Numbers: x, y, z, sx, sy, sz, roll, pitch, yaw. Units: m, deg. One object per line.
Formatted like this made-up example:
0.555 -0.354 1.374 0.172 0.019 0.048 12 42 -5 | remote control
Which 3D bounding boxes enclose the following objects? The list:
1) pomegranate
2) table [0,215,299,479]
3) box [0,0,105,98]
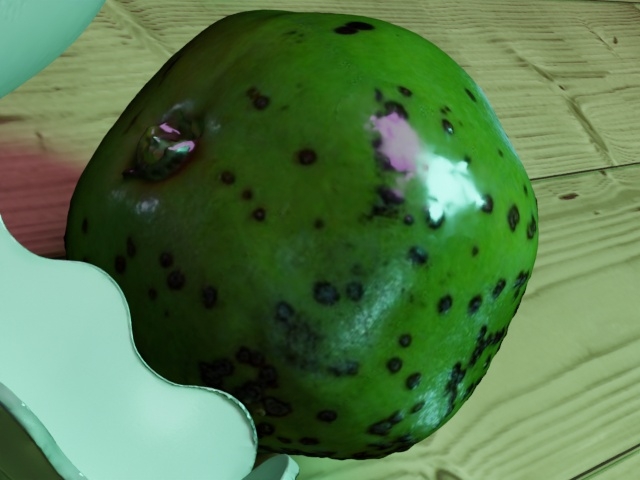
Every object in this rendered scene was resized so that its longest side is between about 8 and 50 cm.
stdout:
0.000 0.000 0.810 0.270 0.254 0.254 20 33 -47 | pomegranate
-0.135 0.071 0.579 0.198 0.166 0.166 45 28 -9 | table
-0.249 -0.063 0.519 0.141 0.349 0.289 68 25 -14 | box
